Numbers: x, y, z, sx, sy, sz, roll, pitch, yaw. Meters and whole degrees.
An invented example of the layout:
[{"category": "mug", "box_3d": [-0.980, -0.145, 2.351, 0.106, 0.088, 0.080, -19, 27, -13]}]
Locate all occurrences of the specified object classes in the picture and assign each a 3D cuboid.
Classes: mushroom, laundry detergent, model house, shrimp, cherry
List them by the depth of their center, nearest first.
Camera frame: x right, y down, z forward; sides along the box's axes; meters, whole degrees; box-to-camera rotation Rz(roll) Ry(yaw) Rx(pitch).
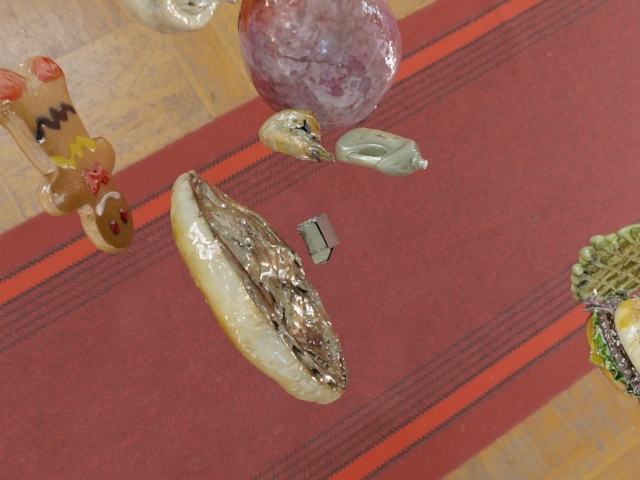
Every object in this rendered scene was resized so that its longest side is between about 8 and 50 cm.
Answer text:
[{"category": "shrimp", "box_3d": [-0.019, -0.111, 0.570, 0.108, 0.023, 0.059, 25, 68, 35]}, {"category": "cherry", "box_3d": [-0.009, -0.235, 0.660, 0.192, 0.249, 0.175, 17, 81, 27]}, {"category": "model house", "box_3d": [0.000, 0.000, 0.969, 0.058, 0.057, 0.083, -26, 97, 0]}, {"category": "mushroom", "box_3d": [-0.239, -0.485, 0.983, 0.234, 0.260, 0.254, 28, 81, 19]}, {"category": "laundry detergent", "box_3d": [0.180, -0.243, 1.557, 0.253, 0.091, 0.181, 22, 34, 32]}]

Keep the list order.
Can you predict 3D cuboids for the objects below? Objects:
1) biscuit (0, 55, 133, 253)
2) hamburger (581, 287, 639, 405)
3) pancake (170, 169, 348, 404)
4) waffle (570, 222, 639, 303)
[{"category": "biscuit", "box_3d": [-0.291, -0.095, 0.664, 0.036, 0.165, 0.250, -15, 118, 14]}, {"category": "hamburger", "box_3d": [0.441, 0.143, 0.763, 0.164, 0.093, 0.189, 33, 42, -22]}, {"category": "pancake", "box_3d": [-0.079, 0.062, 0.770, 0.082, 0.387, 0.387, -33, 86, 8]}, {"category": "waffle", "box_3d": [0.539, 0.036, 0.978, 0.204, 0.223, 0.054, -18, 52, 3]}]
